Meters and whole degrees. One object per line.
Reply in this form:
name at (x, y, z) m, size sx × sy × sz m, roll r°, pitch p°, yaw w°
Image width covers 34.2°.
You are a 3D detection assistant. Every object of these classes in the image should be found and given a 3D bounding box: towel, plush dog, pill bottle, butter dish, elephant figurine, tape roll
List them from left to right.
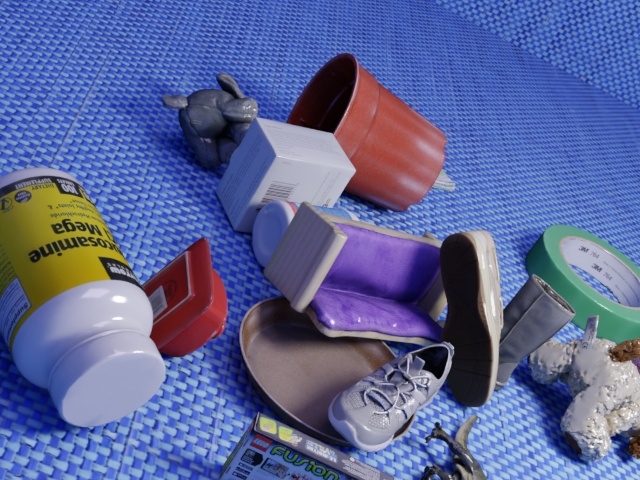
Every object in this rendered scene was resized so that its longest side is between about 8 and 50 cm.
pill bottle at (-0.337, 0.073, 1.373) m, size 0.188 × 0.188 × 0.334 m, roll 0°, pitch 43°, yaw -43°
butter dish at (-0.190, 0.105, 1.532) m, size 0.118 × 0.160 × 0.160 m, roll 41°, pitch 22°, yaw -35°
elephant figurine at (-0.185, -0.239, 2.046) m, size 0.169 × 0.186 × 0.239 m, roll -12°, pitch 19°, yaw 9°
pill bottle at (0.000, 0.000, 1.858) m, size 0.221 × 0.124 × 0.124 m, roll 7°, pitch 38°, yaw -35°
towel at (0.244, -0.177, 2.446) m, size 0.113 × 0.023 × 0.152 m, roll 8°, pitch 37°, yaw -36°
tape roll at (0.617, 0.096, 2.334) m, size 0.321 × 0.077 × 0.321 m, roll 23°, pitch 31°, yaw -15°
plush dog at (0.532, 0.277, 1.909) m, size 0.225 × 0.210 × 0.262 m, roll 41°, pitch 19°, yaw -45°

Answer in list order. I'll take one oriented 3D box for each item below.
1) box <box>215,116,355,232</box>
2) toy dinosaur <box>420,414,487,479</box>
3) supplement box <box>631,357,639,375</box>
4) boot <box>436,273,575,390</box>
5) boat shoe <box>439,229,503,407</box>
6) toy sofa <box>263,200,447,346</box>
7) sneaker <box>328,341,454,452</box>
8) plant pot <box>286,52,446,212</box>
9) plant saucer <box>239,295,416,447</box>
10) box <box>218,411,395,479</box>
box at (-0.066, -0.109, 1.900) m, size 0.182 × 0.181 × 0.119 m, roll 7°, pitch 39°, yaw -36°
toy dinosaur at (0.214, 0.349, 1.610) m, size 0.118 × 0.064 × 0.268 m, roll 28°, pitch 27°, yaw -20°
supplement box at (0.642, 0.267, 2.096) m, size 0.043 × 0.083 × 0.055 m, roll -3°, pitch 46°, yaw -45°
boot at (0.321, 0.144, 1.856) m, size 0.190 × 0.208 × 0.076 m, roll 36°, pitch 29°, yaw 7°
boat shoe at (0.269, 0.132, 1.779) m, size 0.109 × 0.302 × 0.098 m, roll -2°, pitch 6°, yaw 41°
toy sofa at (0.100, 0.065, 1.753) m, size 0.362 × 0.150 × 0.177 m, roll 13°, pitch 23°, yaw -46°
sneaker at (0.108, 0.216, 1.549) m, size 0.105 × 0.115 × 0.281 m, roll 40°, pitch 31°, yaw 14°
plant pot at (0.097, -0.201, 2.136) m, size 0.265 × 0.272 × 0.272 m, roll 28°, pitch 29°, yaw -25°
plant saucer at (0.005, 0.211, 1.627) m, size 0.311 × 0.050 × 0.310 m, roll 23°, pitch 32°, yaw -15°
box at (-0.018, 0.319, 1.381) m, size 0.207 × 0.114 × 0.036 m, roll 28°, pitch 30°, yaw -9°
